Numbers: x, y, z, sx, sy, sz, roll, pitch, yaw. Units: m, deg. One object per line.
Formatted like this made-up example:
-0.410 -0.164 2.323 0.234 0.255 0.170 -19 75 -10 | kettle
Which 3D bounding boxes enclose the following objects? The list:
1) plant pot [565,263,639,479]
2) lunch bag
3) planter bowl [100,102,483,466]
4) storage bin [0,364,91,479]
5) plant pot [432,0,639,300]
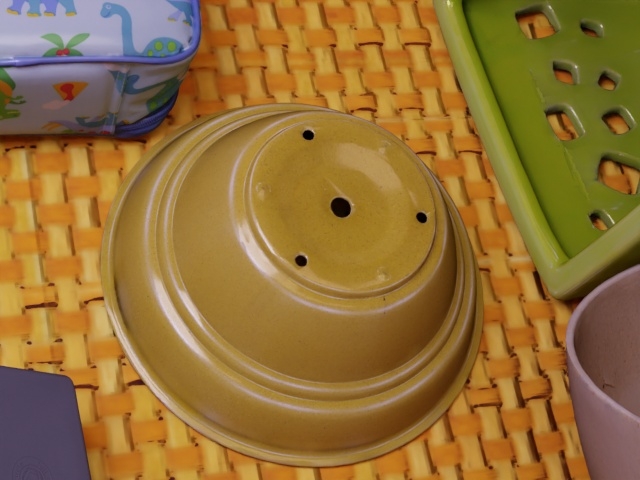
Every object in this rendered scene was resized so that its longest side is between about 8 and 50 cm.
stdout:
0.261 0.132 0.645 0.284 0.284 0.191 -12 110 -23 | plant pot
-0.178 -0.144 0.722 0.219 0.090 0.176 -5 67 -20 | lunch bag
0.000 0.000 0.706 0.217 0.090 0.217 8 61 -14 | planter bowl
-0.155 0.119 0.603 0.091 0.098 0.135 10 57 -45 | storage bin
0.227 -0.120 0.768 0.207 0.228 0.227 -6 66 -27 | plant pot
